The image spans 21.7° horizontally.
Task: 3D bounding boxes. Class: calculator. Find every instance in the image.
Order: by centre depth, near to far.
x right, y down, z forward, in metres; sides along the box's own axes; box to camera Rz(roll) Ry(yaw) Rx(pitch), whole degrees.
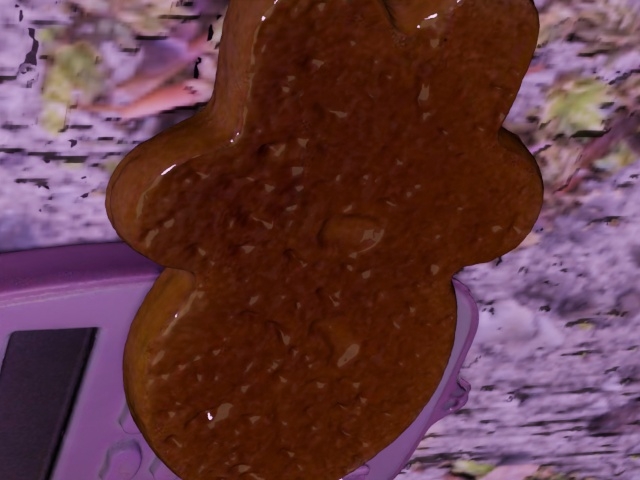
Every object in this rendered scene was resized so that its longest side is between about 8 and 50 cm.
[{"bbox_3d":[-0.067,0.069,0.725,0.294,0.043,0.194,0,135,-25],"label":"calculator"}]

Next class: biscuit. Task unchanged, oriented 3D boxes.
[{"bbox_3d":[0.000,0.000,0.638,0.180,0.039,0.236,1,120,-29],"label":"biscuit"}]
